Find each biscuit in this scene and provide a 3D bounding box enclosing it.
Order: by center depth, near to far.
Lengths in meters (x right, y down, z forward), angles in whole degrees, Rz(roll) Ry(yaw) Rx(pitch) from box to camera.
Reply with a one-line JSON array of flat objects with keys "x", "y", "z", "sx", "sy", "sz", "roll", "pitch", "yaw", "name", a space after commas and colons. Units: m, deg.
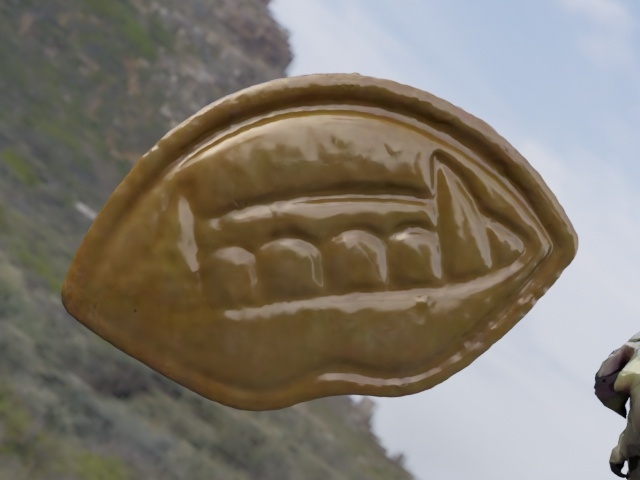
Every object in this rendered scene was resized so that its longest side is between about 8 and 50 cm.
[{"x": 0.000, "y": 0.000, "z": 0.726, "sx": 0.220, "sy": 0.142, "sz": 0.029, "roll": -3, "pitch": 3, "yaw": -4, "name": "biscuit"}]

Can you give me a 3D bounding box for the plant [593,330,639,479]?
[{"x": 0.128, "y": 0.032, "z": 0.411, "sx": 0.116, "sy": 0.122, "sz": 0.104, "roll": -9, "pitch": -41, "yaw": 27, "name": "plant"}]
